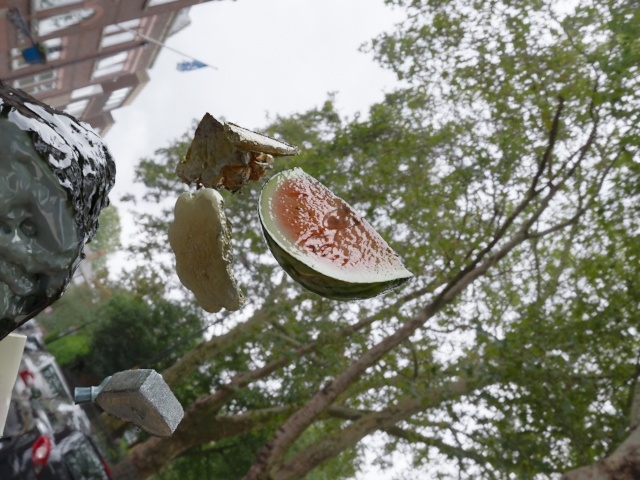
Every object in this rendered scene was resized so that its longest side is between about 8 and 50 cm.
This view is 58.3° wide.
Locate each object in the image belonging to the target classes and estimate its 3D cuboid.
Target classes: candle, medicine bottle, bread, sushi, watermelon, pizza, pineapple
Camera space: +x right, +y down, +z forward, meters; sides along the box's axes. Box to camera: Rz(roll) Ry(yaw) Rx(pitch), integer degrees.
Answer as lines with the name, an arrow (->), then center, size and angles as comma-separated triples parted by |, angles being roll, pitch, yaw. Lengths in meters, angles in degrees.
candle -> -0.397, 0.353, 1.271 | 0.192, 0.068, 0.168 | 26, -48, 0
medicine bottle -> -0.503, 0.382, 1.439 | 0.053, 0.209, 0.090 | 112, -30, -44
bread -> -0.235, 0.026, 1.130 | 0.182, 0.039, 0.250 | -4, -79, 36
sushi -> -0.345, 0.007, 0.472 | 0.211, 0.350, 0.171 | 48, 4, -24
watermelon -> -0.010, 0.022, 0.964 | 0.303, 0.159, 0.128 | 44, -36, 28
pizza -> -0.095, -0.137, 0.786 | 0.109, 0.123, 0.026 | 33, -71, 33
pineapple -> -0.226, -0.195, 1.305 | 0.114, 0.237, 0.185 | 28, 59, -68

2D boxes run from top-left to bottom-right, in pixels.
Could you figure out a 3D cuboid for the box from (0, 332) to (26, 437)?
box -> -0.586, 0.244, 0.976 | 0.212, 0.095, 0.167 | -19, -118, 51
